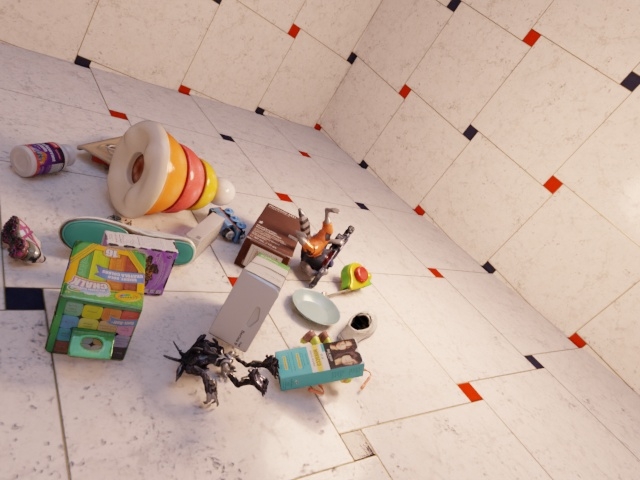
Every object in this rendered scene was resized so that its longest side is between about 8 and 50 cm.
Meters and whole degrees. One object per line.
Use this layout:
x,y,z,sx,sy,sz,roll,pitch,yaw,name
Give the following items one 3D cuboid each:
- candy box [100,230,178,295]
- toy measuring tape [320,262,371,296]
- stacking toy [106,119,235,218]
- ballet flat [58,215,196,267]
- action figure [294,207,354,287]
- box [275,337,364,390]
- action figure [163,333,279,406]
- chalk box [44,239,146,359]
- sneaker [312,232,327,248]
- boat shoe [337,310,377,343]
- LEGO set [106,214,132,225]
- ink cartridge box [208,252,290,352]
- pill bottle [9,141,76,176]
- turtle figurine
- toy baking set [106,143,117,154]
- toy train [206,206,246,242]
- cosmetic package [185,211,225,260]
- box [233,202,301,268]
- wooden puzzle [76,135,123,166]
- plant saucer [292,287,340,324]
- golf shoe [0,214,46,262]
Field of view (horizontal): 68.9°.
-0.534,0.069,1.340,0.196,0.164,0.070,9,29,-36,candy box
0.099,0.157,1.923,0.330,0.121,0.121,-8,43,-46,toy measuring tape
-0.510,-0.217,1.772,0.480,0.350,0.350,14,27,-50,stacking toy
-0.598,0.007,1.464,0.401,0.139,0.139,11,30,-30,ballet flat
0.000,0.000,1.888,0.179,0.330,0.341,26,52,18,action figure
-0.004,0.357,1.352,0.245,0.060,0.100,-8,39,-12,box
-0.254,0.331,1.180,0.276,0.140,0.164,7,29,14,action figure
-0.540,0.163,1.133,0.180,0.179,0.289,15,27,-28,chalk box
-0.010,0.019,2.135,0.081,0.080,0.211,22,15,-1,sneaker
0.153,0.304,1.723,0.096,0.088,0.268,39,26,21,boat shoe
-0.694,-0.074,1.620,0.083,0.023,0.054,2,36,-46,LEGO set
-0.197,0.168,1.367,0.122,0.211,0.289,29,6,-2,ink cartridge box
-0.967,-0.290,1.641,0.108,0.108,0.193,32,24,7,pill bottle
0.029,0.372,1.453,0.270,0.087,0.217,-1,35,-42,turtle figurine
-0.748,-0.339,1.883,0.197,0.030,0.256,1,33,-41,toy baking set
-0.379,-0.064,1.887,0.105,0.080,0.184,-11,46,-43,toy train
-0.431,-0.015,1.704,0.061,0.098,0.239,26,24,-1,cosmetic package
-0.192,0.001,1.885,0.191,0.143,0.381,26,22,-6,box
-0.783,-0.331,1.976,0.348,0.080,0.322,26,23,4,wooden puzzle
-0.021,0.251,1.701,0.195,0.037,0.195,24,25,-12,plant saucer
-0.825,0.002,1.296,0.186,0.067,0.086,46,2,34,golf shoe
